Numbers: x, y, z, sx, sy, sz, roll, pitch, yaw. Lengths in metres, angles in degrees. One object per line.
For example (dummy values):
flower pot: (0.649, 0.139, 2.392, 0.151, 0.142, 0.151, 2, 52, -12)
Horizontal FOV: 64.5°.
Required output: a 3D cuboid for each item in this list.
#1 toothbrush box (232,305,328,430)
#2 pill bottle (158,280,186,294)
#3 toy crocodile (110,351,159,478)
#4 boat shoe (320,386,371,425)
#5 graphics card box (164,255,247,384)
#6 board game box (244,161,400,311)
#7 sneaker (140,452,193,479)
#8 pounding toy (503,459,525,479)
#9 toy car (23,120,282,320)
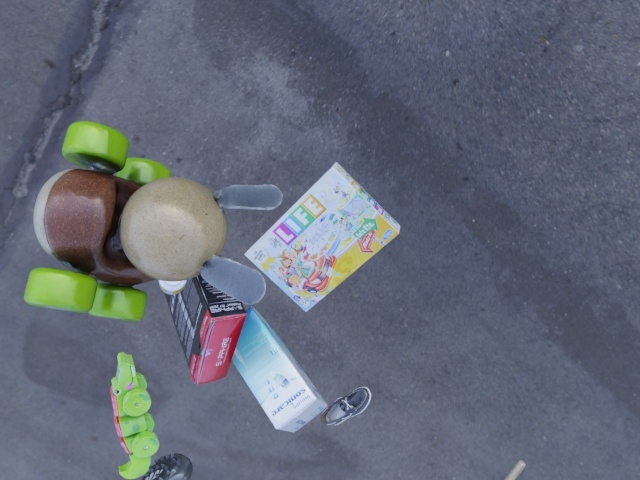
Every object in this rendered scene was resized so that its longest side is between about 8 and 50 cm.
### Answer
toothbrush box: (-0.126, 0.346, 1.344, 0.126, 0.295, 0.216, -36, 156, -7)
pill bottle: (-0.235, 0.061, 0.806, 0.043, 0.043, 0.083, 33, 161, -8)
toy crocodile: (-0.481, 0.445, 1.286, 0.105, 0.115, 0.340, -11, 113, -23)
boat shoe: (0.051, 0.343, 1.047, 0.125, 0.046, 0.038, -40, 146, 25)
graphics card box: (-0.304, 0.132, 1.255, 0.094, 0.371, 0.232, -5, 132, -32)
board game box: (0.000, 0.000, 0.585, 0.103, 0.026, 0.154, 44, 114, -7)
sneaker: (-0.233, 0.396, 0.743, 0.106, 0.078, 0.234, 38, 115, -10)
pounding toy: (0.337, 0.451, 0.791, 0.206, 0.094, 0.180, -16, 92, 32)
toy car: (-0.127, -0.006, 0.442, 0.189, 0.149, 0.154, 4, 77, 14)
